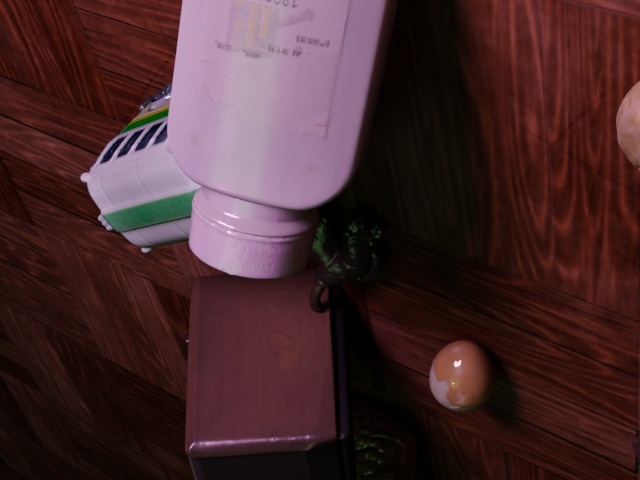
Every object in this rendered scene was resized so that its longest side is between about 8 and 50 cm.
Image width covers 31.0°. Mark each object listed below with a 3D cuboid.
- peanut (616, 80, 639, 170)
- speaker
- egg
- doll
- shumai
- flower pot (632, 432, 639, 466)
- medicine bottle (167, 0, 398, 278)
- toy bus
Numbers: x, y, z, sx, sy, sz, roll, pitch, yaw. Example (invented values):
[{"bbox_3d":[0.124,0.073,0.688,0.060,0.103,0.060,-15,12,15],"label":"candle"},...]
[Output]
[{"bbox_3d":[0.247,-0.100,0.768,0.082,0.082,0.187,35,151,12],"label":"peanut"},{"bbox_3d":[-0.060,0.170,1.313,0.192,0.231,0.153,-4,141,1],"label":"speaker"},{"bbox_3d":[0.151,0.142,1.227,0.071,0.071,0.083,24,143,29],"label":"egg"},{"bbox_3d":[0.000,0.000,1.235,0.139,0.057,0.165,45,142,-3],"label":"doll"},{"bbox_3d":[0.058,0.307,1.510,0.206,0.166,0.175,11,161,45],"label":"shumai"},{"bbox_3d":[0.410,0.213,0.998,0.251,0.084,0.179,12,140,44],"label":"flower pot"},{"bbox_3d":[-0.034,-0.122,0.921,0.161,0.111,0.296,14,114,9],"label":"medicine bottle"},{"bbox_3d":[-0.111,-0.080,1.144,0.133,0.165,0.276,51,151,-19],"label":"toy bus"}]
